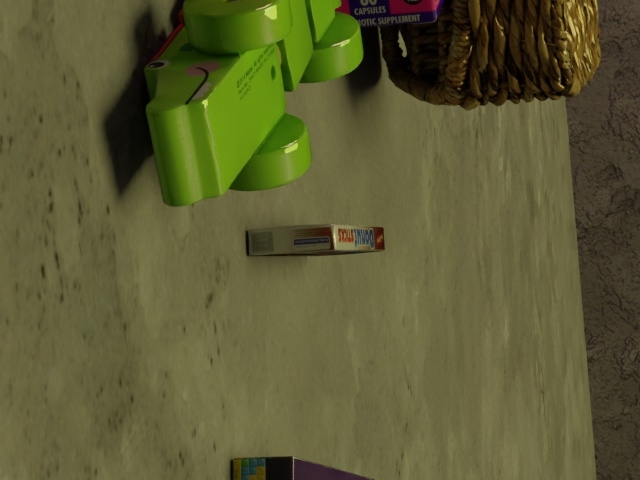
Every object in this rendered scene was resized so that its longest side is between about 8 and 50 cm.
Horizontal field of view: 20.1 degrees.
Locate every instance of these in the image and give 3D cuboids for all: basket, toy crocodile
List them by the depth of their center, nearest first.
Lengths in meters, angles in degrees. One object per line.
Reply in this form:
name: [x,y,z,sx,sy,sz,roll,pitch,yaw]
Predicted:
toy crocodile: [-0.047,-0.127,1.137,0.340,0.105,0.115,-65,150,-54]
basket: [0.124,-0.271,1.622,0.213,0.223,0.299,-46,133,-66]

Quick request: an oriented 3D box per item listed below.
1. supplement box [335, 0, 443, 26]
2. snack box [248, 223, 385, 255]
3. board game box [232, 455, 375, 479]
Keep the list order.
supplement box: [0.034,-0.290,1.451,0.114,0.111,0.220,-66,149,-63]
snack box: [0.000,0.000,1.347,0.178,0.064,0.022,2,84,-76]
board game box: [-0.008,0.229,1.258,0.170,0.048,0.141,30,59,-66]
